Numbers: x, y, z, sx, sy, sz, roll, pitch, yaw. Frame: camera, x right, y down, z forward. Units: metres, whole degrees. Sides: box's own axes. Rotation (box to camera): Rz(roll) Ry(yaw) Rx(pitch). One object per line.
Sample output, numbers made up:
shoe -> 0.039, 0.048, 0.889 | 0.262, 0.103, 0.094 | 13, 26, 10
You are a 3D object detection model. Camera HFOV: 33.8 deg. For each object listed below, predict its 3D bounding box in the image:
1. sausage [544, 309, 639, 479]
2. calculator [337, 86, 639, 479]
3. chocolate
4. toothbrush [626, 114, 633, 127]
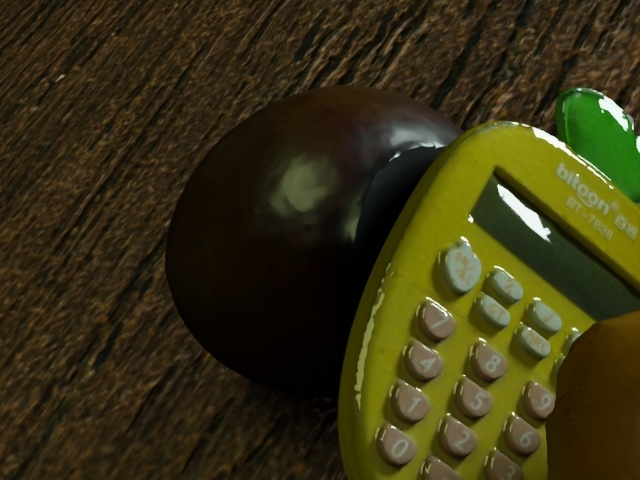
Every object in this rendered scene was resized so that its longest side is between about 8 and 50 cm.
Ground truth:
sausage -> 0.253, 0.074, 0.322 | 0.354, 0.116, 0.134 | -4, 34, 26
calculator -> 0.090, 0.033, 0.456 | 0.235, 0.146, 0.032 | -59, 15, -27
chocolate -> 0.000, 0.000, 0.530 | 0.176, 0.177, 0.177 | -18, 41, 16
toothbrush -> 0.157, -0.009, 0.551 | 0.017, 0.014, 0.162 | 8, 50, 15
